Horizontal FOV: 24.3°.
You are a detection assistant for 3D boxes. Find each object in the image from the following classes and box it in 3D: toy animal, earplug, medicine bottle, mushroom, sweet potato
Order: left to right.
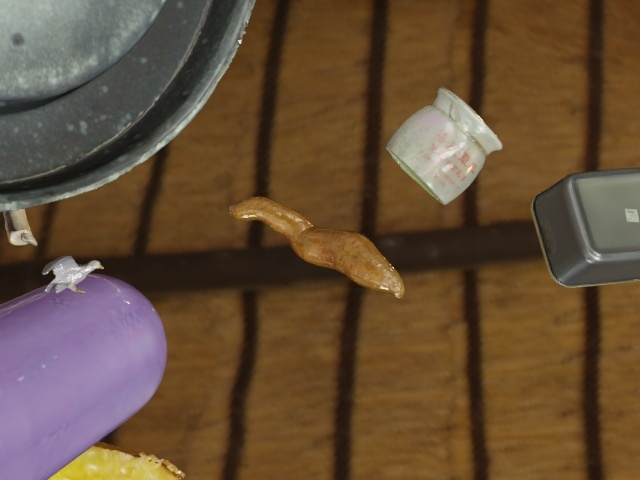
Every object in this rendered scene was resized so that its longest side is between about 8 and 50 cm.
[{"bbox_3d":[-0.334,0.172,1.514,0.215,0.215,0.456,-26,-177,43],"label":"earplug"},{"bbox_3d":[-0.357,-0.041,1.796,0.060,0.061,0.187,-8,-144,-1],"label":"mushroom"},{"bbox_3d":[-0.207,0.030,1.249,0.084,0.050,0.028,109,-19,-78],"label":"toy animal"},{"bbox_3d":[0.001,0.003,1.211,0.179,0.044,0.044,28,-93,31],"label":"sweet potato"},{"bbox_3d":[0.200,-0.153,2.393,0.143,0.147,0.147,-46,-149,1],"label":"medicine bottle"}]

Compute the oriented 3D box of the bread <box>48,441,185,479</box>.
[{"bbox_3d":[-0.327,0.412,1.842,0.215,0.398,0.398,127,-17,-68],"label":"bread"}]

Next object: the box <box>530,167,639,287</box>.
[{"bbox_3d":[0.400,-0.022,2.017,0.090,0.201,0.144,134,-52,-59],"label":"box"}]

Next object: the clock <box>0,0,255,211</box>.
[{"bbox_3d":[-0.196,-0.209,0.838,0.076,0.386,0.386,7,-112,48],"label":"clock"}]
